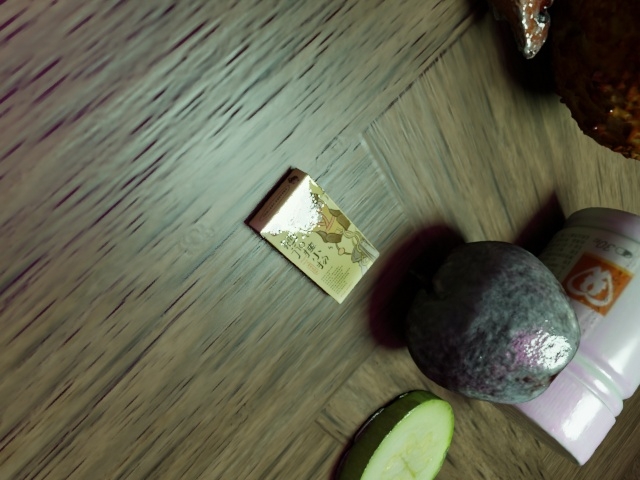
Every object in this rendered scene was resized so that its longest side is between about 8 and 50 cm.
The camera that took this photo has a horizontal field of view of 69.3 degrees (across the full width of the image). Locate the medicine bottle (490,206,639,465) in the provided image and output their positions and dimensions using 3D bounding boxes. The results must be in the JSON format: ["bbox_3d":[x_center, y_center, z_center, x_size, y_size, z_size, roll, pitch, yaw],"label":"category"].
[{"bbox_3d":[0.372,0.129,0.676,0.316,0.202,0.202,-50,130,-9],"label":"medicine bottle"}]

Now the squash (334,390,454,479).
[{"bbox_3d":[0.121,0.323,0.682,0.219,0.041,0.219,-15,118,-31],"label":"squash"}]

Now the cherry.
[{"bbox_3d":[0.199,0.100,0.550,0.195,0.195,0.195,-15,117,-31],"label":"cherry"}]

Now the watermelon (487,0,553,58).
[{"bbox_3d":[0.191,-0.277,0.443,0.121,0.098,0.158,-48,126,9],"label":"watermelon"}]

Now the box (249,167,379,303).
[{"bbox_3d":[0.000,0.000,0.468,0.073,0.020,0.149,-51,129,-6],"label":"box"}]

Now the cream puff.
[{"bbox_3d":[0.383,-0.246,0.505,0.351,0.229,0.350,-4,98,-29],"label":"cream puff"}]
